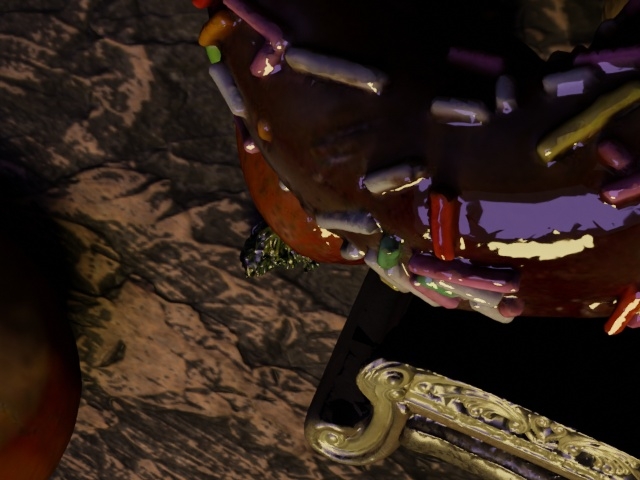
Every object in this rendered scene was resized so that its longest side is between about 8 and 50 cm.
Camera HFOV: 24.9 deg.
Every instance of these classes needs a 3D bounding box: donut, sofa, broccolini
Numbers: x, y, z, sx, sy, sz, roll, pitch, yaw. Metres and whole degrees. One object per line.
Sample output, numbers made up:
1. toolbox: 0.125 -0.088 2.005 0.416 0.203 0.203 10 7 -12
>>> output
1. donut: 0.077 -0.103 0.658 0.345 0.259 0.136 34 -179 24
2. sofa: 0.135 0.101 0.915 0.258 0.200 0.182 23 136 3
3. broccolini: -0.002 -0.007 0.958 0.194 0.054 0.052 -14 85 64

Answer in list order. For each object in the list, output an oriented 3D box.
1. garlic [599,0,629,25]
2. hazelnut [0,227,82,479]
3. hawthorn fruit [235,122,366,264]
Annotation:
1. garlic: 0.206 -0.124 0.745 0.101 0.087 0.195 24 136 -17
2. hazelnut: -0.366 0.102 1.099 0.366 0.366 0.366 14 136 14
3. hawthorn fruit: 0.021 -0.086 0.828 0.157 0.157 0.194 -26 80 42
